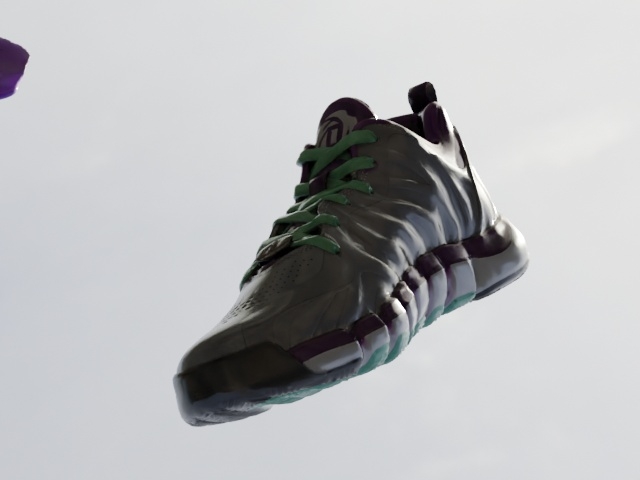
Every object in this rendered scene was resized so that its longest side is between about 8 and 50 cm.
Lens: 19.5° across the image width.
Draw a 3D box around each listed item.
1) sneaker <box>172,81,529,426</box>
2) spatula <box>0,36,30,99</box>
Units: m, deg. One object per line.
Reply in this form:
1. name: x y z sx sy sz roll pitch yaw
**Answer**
1. sneaker: 0.000 0.000 0.720 0.083 0.098 0.224 -21 -178 30
2. spatula: -0.190 -0.027 0.869 0.084 0.030 0.296 7 -140 -7
